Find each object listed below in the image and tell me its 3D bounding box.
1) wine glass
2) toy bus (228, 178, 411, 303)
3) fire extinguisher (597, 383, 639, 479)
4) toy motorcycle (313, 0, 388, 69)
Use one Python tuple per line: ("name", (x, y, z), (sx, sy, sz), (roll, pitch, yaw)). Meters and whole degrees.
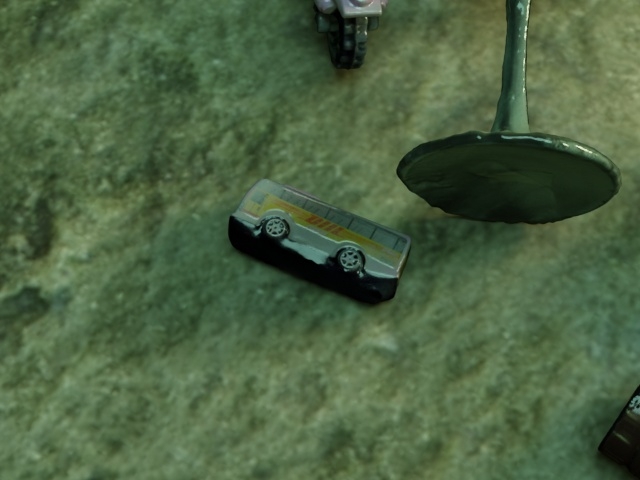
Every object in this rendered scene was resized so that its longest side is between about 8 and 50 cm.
("wine glass", (0.189, -0.238, 1.055), (0.267, 0.267, 0.406), (7, 72, 4))
("toy bus", (0.000, 0.000, 1.060), (0.172, 0.057, 0.072), (23, 64, 9))
("fire extinguisher", (0.411, 0.223, 0.918), (0.341, 0.141, 0.105), (33, 30, 17))
("toy motorcycle", (0.014, -0.346, 1.130), (0.143, 0.188, 0.327), (-4, 67, -7))
